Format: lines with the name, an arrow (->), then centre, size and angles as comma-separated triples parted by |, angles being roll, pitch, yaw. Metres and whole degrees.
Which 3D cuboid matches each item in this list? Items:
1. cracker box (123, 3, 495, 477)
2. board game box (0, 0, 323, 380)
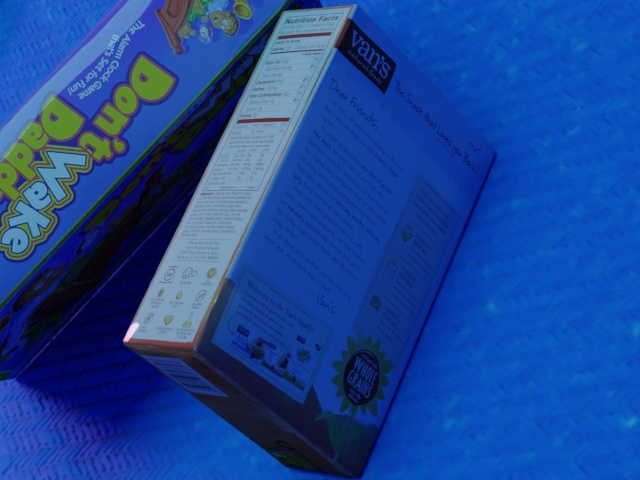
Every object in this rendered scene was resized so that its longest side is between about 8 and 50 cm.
cracker box -> 0.000, 0.000, 1.062 | 0.067, 0.156, 0.232 | 2, 59, 45
board game box -> -0.142, -0.053, 1.200 | 0.347, 0.078, 0.233 | -46, -5, 3
